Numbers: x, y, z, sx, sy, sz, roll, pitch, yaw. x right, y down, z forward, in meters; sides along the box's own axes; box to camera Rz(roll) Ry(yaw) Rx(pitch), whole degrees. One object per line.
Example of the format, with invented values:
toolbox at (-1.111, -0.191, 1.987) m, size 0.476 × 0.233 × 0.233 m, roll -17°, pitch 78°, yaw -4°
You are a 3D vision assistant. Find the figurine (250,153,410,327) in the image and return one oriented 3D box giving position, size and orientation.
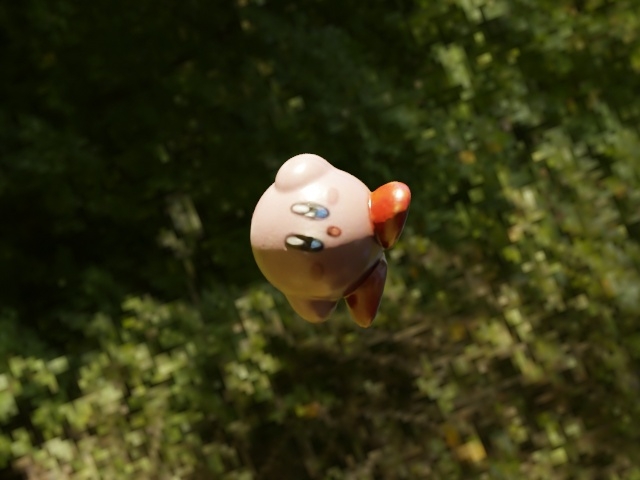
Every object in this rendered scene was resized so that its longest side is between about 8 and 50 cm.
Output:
figurine at (0.000, 0.000, 0.910) m, size 0.067 × 0.071 × 0.083 m, roll -119°, pitch -139°, yaw -77°
